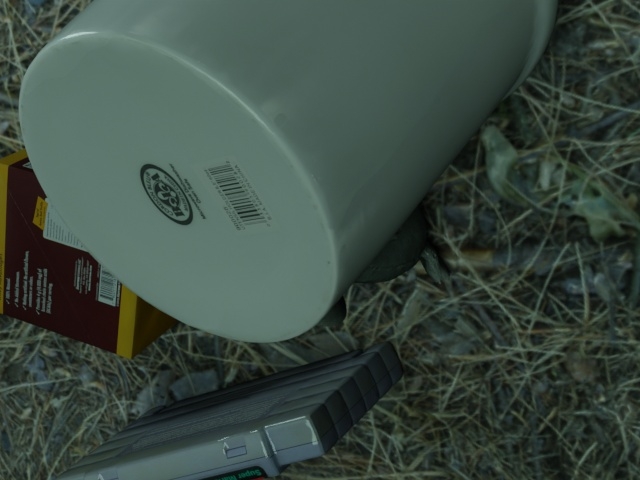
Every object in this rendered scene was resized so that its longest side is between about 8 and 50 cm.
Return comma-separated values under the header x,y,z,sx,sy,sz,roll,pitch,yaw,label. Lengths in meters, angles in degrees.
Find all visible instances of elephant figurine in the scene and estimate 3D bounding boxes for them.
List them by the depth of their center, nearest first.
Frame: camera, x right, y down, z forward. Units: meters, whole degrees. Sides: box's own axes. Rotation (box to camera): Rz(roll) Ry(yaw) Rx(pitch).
x,y,z,sx,sy,sz,roll,pitch,yaw,label
0.000,0.000,1.299,0.186,0.239,0.169,-1,109,24,elephant figurine

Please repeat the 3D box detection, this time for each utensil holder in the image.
x,y,z,sx,sy,sz,roll,pitch,yaw,label
-0.022,-0.148,1.115,0.327,0.385,0.327,24,141,21,utensil holder

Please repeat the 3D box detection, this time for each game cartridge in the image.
x,y,z,sx,sy,sz,roll,pitch,yaw,label
-0.104,0.215,1.435,0.355,0.230,0.068,-19,101,29,game cartridge

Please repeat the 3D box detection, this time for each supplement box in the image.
x,y,z,sx,sy,sz,roll,pitch,yaw,label
-0.261,0.002,1.482,0.194,0.129,0.191,17,116,18,supplement box
